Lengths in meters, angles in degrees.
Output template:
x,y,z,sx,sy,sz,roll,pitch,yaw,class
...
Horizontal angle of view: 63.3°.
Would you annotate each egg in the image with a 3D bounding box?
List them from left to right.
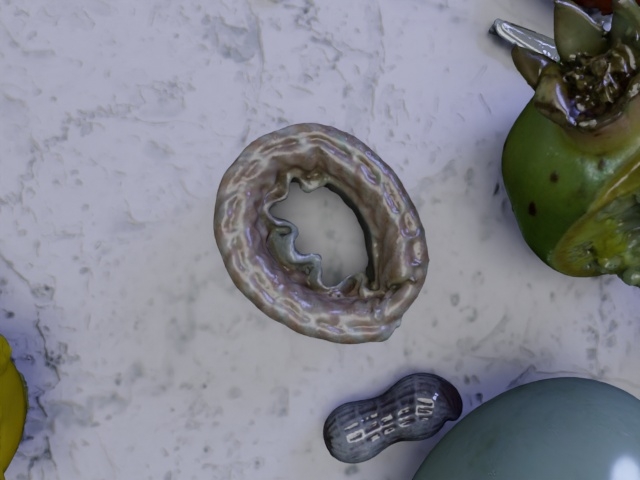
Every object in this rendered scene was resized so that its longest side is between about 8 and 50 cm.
x,y,z,sx,sy,sz,roll,pitch,yaw,class
0.208,0.319,0.503,0.276,0.276,0.389,26,89,-1,egg

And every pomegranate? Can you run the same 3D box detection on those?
x,y,z,sx,sy,sz,roll,pitch,yaw,class
0.292,-0.092,0.490,0.340,0.260,0.260,36,91,-39,pomegranate

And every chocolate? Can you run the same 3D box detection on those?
x,y,z,sx,sy,sz,roll,pitch,yaw,class
0.082,0.205,0.603,0.167,0.072,0.072,-23,91,3,chocolate

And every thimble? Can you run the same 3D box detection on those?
x,y,z,sx,sy,sz,roll,pitch,yaw,class
0.000,-0.007,0.563,0.229,0.148,0.196,32,89,-3,thimble

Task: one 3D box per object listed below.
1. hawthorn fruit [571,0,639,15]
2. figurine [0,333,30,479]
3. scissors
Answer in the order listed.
x,y,z,sx,sy,sz,roll,pitch,yaw,class
0.305,-0.314,0.560,0.172,0.148,0.148,-23,91,9,hawthorn fruit
-0.477,0.188,0.523,0.339,0.231,0.324,-4,86,5,figurine
0.296,-0.212,0.616,0.204,0.027,0.101,27,90,-3,scissors
